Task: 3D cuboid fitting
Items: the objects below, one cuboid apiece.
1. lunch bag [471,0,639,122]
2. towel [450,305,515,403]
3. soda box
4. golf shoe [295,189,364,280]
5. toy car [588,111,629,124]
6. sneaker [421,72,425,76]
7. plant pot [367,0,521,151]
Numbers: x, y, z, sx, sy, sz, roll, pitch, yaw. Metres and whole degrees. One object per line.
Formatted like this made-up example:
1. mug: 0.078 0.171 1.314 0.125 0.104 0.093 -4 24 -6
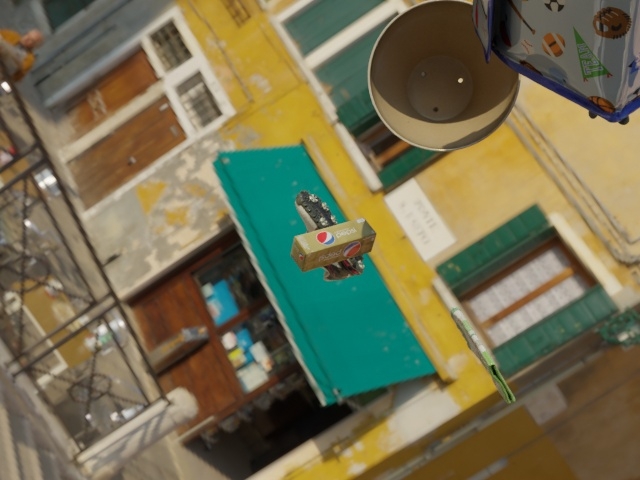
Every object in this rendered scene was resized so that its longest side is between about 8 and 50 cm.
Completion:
1. lunch bag: 0.368 -0.413 1.325 0.385 0.239 0.327 44 -26 39
2. towel: 0.262 0.187 1.434 0.113 0.023 0.152 54 6 -36
3. soda box: 0.028 0.009 1.908 0.058 0.181 0.061 54 -33 35
4. golf shoe: 0.000 0.000 2.178 0.273 0.120 0.105 54 23 -26
5. toy car: 0.669 -0.360 1.981 0.155 0.149 0.188 23 -64 45
6. sneaker: 0.240 -0.423 2.238 0.083 0.222 0.118 39 -3 -28
7. plant pot: 0.239 -0.313 1.725 0.284 0.284 0.191 57 6 0
